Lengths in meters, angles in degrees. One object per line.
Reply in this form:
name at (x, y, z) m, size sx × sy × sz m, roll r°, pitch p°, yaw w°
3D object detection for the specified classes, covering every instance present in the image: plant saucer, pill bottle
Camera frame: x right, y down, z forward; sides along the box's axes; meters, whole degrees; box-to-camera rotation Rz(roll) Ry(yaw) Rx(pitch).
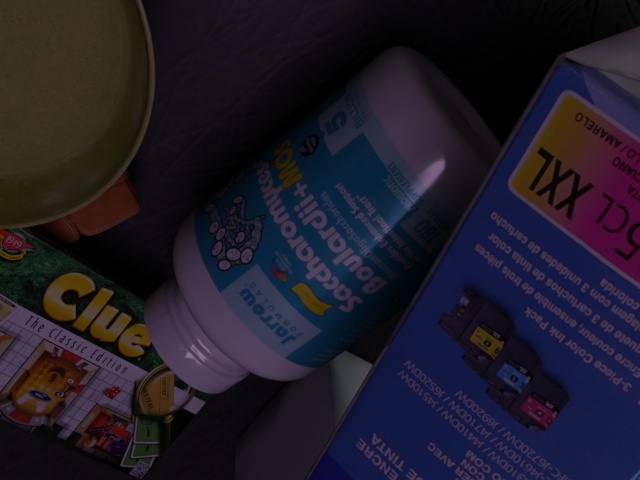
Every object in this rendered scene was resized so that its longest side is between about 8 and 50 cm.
plant saucer at (-0.204, -0.115, 0.522) m, size 0.241 × 0.037 × 0.241 m, roll 4°, pitch 125°, yaw 6°
pill bottle at (0.000, 0.000, 0.660) m, size 0.264 × 0.146 × 0.146 m, roll -38°, pitch 118°, yaw 20°

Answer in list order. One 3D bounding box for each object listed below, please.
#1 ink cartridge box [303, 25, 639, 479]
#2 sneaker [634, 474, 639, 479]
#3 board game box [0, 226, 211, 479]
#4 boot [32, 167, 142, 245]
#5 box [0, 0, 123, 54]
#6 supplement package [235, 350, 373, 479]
ink cartridge box at (0.158, 0.065, 0.595) m, size 0.151 × 0.270 × 0.395 m, roll 42°, pitch 129°, yaw 18°
sneaker at (0.248, 0.271, 0.860) m, size 0.330 × 0.147 × 0.130 m, roll -29°, pitch 121°, yaw 15°
board game box at (-0.189, 0.083, 0.712) m, size 0.136 × 0.030 × 0.259 m, roll -52°, pitch 130°, yaw 1°
boot at (-0.234, -0.052, 0.659) m, size 0.197 × 0.073 × 0.152 m, roll -8°, pitch 138°, yaw 17°
box at (-0.154, -0.163, 0.556) m, size 0.232 × 0.087 × 0.058 m, roll -14°, pitch 124°, yaw 19°
supplement package at (0.049, 0.232, 0.791) m, size 0.203 × 0.194 × 0.149 m, roll 29°, pitch 118°, yaw -21°
